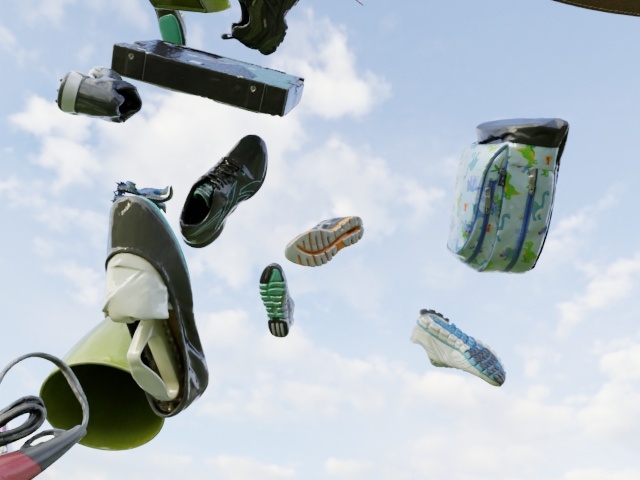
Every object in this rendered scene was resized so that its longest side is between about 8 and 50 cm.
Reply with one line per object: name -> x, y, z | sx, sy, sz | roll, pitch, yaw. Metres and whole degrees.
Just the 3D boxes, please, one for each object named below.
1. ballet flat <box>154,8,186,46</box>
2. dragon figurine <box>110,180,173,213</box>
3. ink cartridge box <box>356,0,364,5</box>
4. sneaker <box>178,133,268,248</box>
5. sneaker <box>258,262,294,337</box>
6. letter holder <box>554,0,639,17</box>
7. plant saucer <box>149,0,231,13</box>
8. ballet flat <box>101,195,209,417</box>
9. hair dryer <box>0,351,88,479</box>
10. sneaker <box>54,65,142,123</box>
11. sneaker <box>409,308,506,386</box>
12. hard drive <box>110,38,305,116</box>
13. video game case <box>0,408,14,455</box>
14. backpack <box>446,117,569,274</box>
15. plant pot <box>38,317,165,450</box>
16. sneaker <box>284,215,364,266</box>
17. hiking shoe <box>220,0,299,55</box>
ballet flat -> -0.339, -0.521, 1.370 | 0.072, 0.068, 0.213 | 3, -54, 36
dragon figurine -> -0.525, -0.128, 1.774 | 0.144, 0.085, 0.289 | 5, 3, -29
ink cartridge box -> -0.028, -0.658, 1.480 | 0.239, 0.275, 0.060 | 28, -64, -28
sneaker -> -0.192, -0.105, 1.212 | 0.101, 0.267, 0.106 | 28, -11, 14
sneaker -> -0.117, 0.159, 1.726 | 0.083, 0.098, 0.223 | 3, -71, 19
letter holder -> 0.261, -0.374, 0.605 | 0.302, 0.151, 0.214 | 8, -37, -18
plant saucer -> -0.295, -0.516, 1.194 | 0.188, 0.045, 0.188 | 12, -19, 17
ballet flat -> -0.193, 0.089, 0.704 | 0.095, 0.096, 0.280 | -4, -65, 19
hair dryer -> -0.281, 0.189, 0.408 | 0.224, 0.293, 0.080 | 4, -44, -20
sneaker -> -0.339, -0.231, 0.984 | 0.106, 0.234, 0.078 | 16, -75, -9
sneaker -> 0.244, 0.208, 1.099 | 0.191, 0.071, 0.082 | 37, -60, 25
hard drive -> -0.212, -0.331, 1.221 | 0.339, 0.237, 0.064 | 14, -69, 1
video game case -> -0.780, 0.574, 1.506 | 0.042, 0.210, 0.231 | -11, -65, -26
backpack -> 0.425, -0.096, 1.415 | 0.274, 0.290, 0.355 | -9, -77, -4
plant pot -> -0.475, 0.292, 1.449 | 0.275, 0.293, 0.274 | 0, -59, 1
sneaker -> 0.000, 0.000, 1.353 | 0.083, 0.215, 0.084 | 11, -65, 47
hiking shoe -> -0.095, -0.441, 1.052 | 0.114, 0.086, 0.226 | 7, -65, -35
